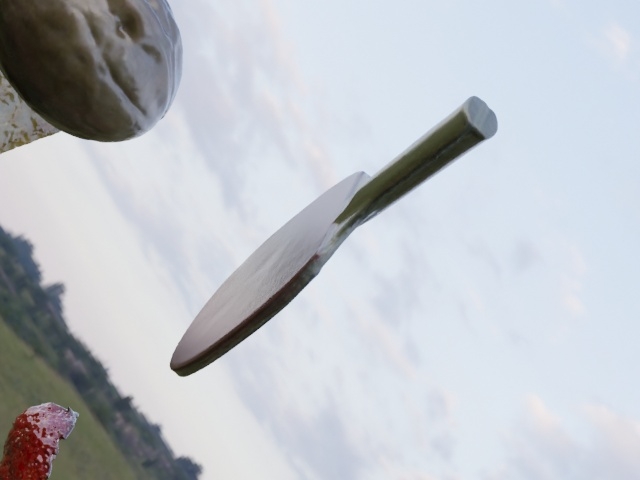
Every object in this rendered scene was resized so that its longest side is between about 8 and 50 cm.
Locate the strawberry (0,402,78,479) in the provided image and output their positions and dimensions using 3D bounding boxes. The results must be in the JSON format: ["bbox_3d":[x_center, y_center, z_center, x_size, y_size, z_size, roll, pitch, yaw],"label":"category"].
[{"bbox_3d":[-0.382,0.293,1.432,0.187,0.082,0.147,-81,-169,-48],"label":"strawberry"}]

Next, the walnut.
[{"bbox_3d":[-0.178,-0.153,0.838,0.162,0.140,0.140,46,-13,-12],"label":"walnut"}]

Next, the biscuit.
[{"bbox_3d":[-0.304,-0.170,1.187,0.029,0.247,0.118,25,-49,39],"label":"biscuit"}]

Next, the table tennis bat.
[{"bbox_3d":[0.000,0.000,0.601,0.022,0.138,0.246,44,-52,-11],"label":"table tennis bat"}]
